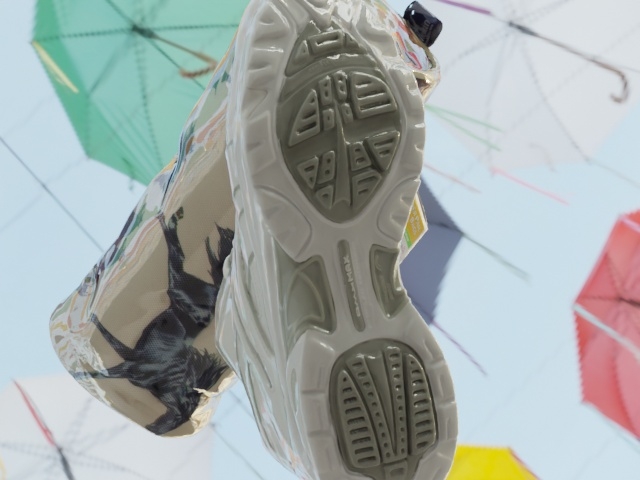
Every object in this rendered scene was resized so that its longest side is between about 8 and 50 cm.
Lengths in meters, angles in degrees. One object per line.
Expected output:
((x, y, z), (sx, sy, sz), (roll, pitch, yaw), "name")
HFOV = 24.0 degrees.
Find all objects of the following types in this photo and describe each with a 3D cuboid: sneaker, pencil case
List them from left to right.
((-0.068, -0.031, 1.192), (0.160, 0.183, 0.410), (26, -65, -17), "pencil case")
((-0.013, 0.003, 0.654), (0.090, 0.115, 0.232), (-3, -92, -30), "sneaker")

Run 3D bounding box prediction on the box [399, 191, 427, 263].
((0.000, 0.000, 1.441), (0.203, 0.114, 0.103), (-48, -49, -39), "box")
